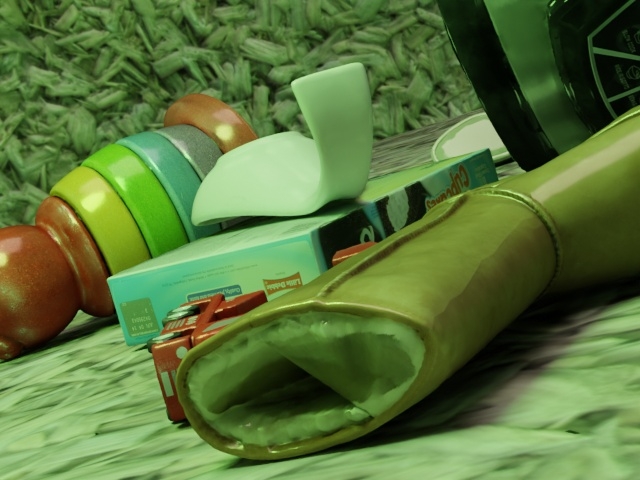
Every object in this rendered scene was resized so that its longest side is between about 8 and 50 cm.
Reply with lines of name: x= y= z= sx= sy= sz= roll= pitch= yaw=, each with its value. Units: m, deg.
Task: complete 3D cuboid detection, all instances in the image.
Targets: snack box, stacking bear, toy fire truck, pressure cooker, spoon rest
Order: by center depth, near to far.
toy fire truck: x=-0.021 y=0.049 z=0.894 sx=0.135 sy=0.047 sz=0.192 roll=-15 pitch=6 yaw=3
spoon rest: x=-0.021 y=-0.051 z=1.184 sx=0.137 sy=0.084 sz=0.276 roll=-17 pitch=-8 yaw=-18
pressure cooker: x=0.312 y=-0.266 z=1.215 sx=0.420 sy=0.375 sz=0.370 roll=-19 pitch=-6 yaw=20
snack box: x=0.000 y=0.000 z=1.234 sx=0.187 sy=0.060 sz=0.322 roll=-13 pitch=7 yaw=32
stacking bear: x=-0.188 y=-0.001 z=1.385 sx=0.289 sy=0.175 sz=0.164 roll=-29 pitch=3 yaw=-23

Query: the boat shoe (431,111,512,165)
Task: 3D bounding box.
boat shoe: x=0.227 y=-0.116 z=1.803 sx=0.206 sy=0.075 sz=0.065 roll=-23 pitch=-36 yaw=-10

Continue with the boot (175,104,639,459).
boot: x=0.094 y=0.015 z=0.744 sx=0.236 sy=0.089 sz=0.269 roll=-26 pitch=0 yaw=31
